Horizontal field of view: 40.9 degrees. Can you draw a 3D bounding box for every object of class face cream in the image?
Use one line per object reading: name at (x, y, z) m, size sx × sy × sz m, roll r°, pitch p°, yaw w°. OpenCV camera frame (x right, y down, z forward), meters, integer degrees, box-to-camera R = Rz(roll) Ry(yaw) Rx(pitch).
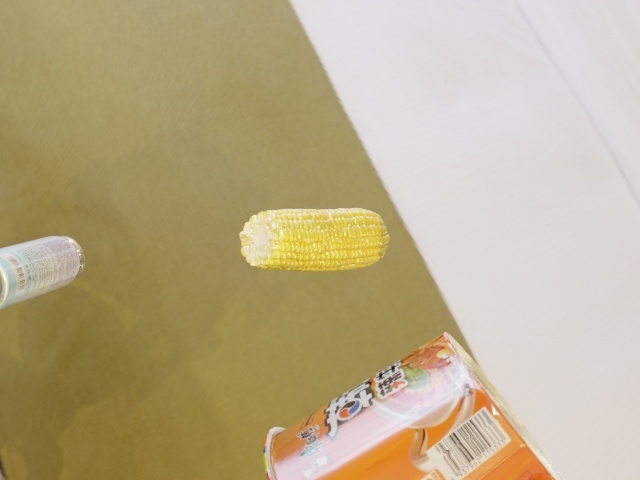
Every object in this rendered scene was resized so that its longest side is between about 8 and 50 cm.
face cream at (-0.381, 0.038, 1.133) m, size 0.075 × 0.075 × 0.229 m, roll 53°, pitch 14°, yaw 2°

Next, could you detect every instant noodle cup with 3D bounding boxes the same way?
instant noodle cup at (0.098, 0.217, 0.769) m, size 0.250 × 0.192 × 0.250 m, roll 51°, pitch 6°, yaw -8°

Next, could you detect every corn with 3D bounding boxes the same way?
corn at (0.000, 0.000, 1.226) m, size 0.244 × 0.093 × 0.093 m, roll -4°, pitch 68°, yaw -46°
